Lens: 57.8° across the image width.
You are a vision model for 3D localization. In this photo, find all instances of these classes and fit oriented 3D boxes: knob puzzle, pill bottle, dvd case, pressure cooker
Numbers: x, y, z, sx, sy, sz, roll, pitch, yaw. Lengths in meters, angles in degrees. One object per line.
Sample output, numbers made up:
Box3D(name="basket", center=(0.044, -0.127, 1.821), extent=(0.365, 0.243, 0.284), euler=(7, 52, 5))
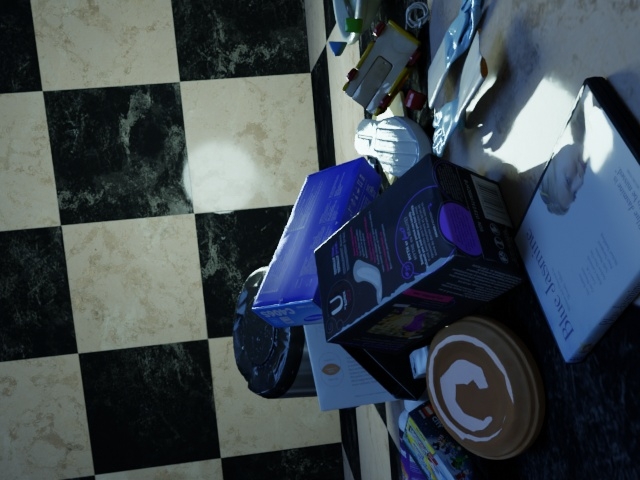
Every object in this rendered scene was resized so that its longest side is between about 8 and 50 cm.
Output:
Box3D(name="knob puzzle", center=(0.165, -0.252, 1.302), extent=(0.213, 0.029, 0.213), euler=(173, 90, -74))
Box3D(name="pill bottle", center=(0.208, 0.388, 1.129), extent=(0.108, 0.108, 0.194), euler=(-131, 36, -80))
Box3D(name="dvd case", center=(0.268, -0.010, 0.593), extent=(0.253, 0.022, 0.180), euler=(91, 171, -52))
Box3D(name="pressure cooker", center=(0.002, 0.253, 1.650), extent=(0.375, 0.420, 0.370), euler=(29, 108, 56))

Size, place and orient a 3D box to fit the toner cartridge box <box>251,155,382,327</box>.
Box3D(name="toner cartridge box", center=(0.000, 0.000, 1.146), extent=(0.075, 0.165, 0.348), euler=(43, -128, -31))

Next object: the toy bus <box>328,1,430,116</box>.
Box3D(name="toy bus", center=(0.135, -0.346, 1.132), extent=(0.104, 0.202, 0.191), euler=(-39, -58, -59))

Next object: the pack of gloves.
Box3D(name="pack of gloves", center=(0.216, -0.249, 0.873), extent=(0.232, 0.046, 0.195), euler=(107, 169, -67))

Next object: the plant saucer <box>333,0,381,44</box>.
Box3D(name="plant saucer", center=(0.095, -0.649, 1.292), extent=(0.400, 0.100, 0.401), euler=(174, 90, -84))

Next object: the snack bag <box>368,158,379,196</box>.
Box3D(name="snack bag", center=(0.140, -0.044, 1.733), extent=(0.342, 0.037, 0.323), euler=(122, 143, -80))

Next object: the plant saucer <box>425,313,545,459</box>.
Box3D(name="plant saucer", center=(0.215, 0.204, 0.804), extent=(0.200, 0.037, 0.200), euler=(7, 99, 54))

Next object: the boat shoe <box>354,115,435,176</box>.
Box3D(name="boat shoe", center=(0.158, -0.191, 1.133), extent=(0.302, 0.094, 0.109), euler=(-130, 45, -65))

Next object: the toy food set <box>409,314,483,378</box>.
Box3D(name="toy food set", center=(0.205, 0.161, 0.925), extent=(0.104, 0.111, 0.232), euler=(98, 166, -66))

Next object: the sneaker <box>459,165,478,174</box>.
Box3D(name="sneaker", center=(0.197, -0.056, 0.956), extent=(0.237, 0.085, 0.086), euler=(102, 169, -62))

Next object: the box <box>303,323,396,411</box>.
Box3D(name="box", center=(0.083, 0.174, 1.286), extent=(0.168, 0.214, 0.346), euler=(-3, -99, -78))

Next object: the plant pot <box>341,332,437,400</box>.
Box3D(name="plant pot", center=(0.144, 0.170, 1.077), extent=(0.188, 0.167, 0.187), euler=(44, 167, 7))

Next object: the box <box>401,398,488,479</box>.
Box3D(name="box", center=(0.214, 0.378, 0.896), extent=(0.233, 0.044, 0.159), euler=(54, 163, 30))

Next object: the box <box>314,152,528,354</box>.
Box3D(name="box", center=(0.129, 0.032, 0.824), extent=(0.270, 0.143, 0.165), euler=(-40, 45, 42))
